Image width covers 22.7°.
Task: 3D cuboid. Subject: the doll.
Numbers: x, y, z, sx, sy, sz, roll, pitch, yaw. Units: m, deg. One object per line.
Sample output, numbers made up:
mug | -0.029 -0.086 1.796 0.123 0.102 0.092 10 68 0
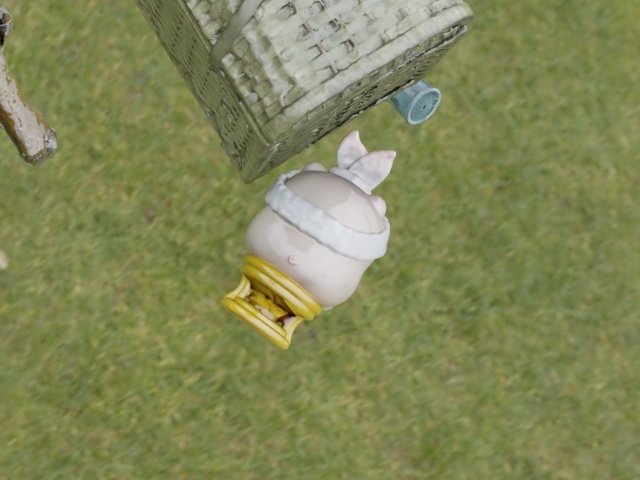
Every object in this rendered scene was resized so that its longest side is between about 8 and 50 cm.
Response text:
doll | 0.000 0.000 0.907 0.073 0.084 0.127 34 84 18

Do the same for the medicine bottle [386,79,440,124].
medicine bottle | 0.031 -0.187 1.511 0.053 0.090 0.208 -34 60 -19

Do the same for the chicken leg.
chicken leg | -0.305 -0.160 1.440 0.080 0.125 0.196 -42 81 -18

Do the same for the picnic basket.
picnic basket | -0.029 -0.155 0.848 0.134 0.154 0.196 -30 88 -9
